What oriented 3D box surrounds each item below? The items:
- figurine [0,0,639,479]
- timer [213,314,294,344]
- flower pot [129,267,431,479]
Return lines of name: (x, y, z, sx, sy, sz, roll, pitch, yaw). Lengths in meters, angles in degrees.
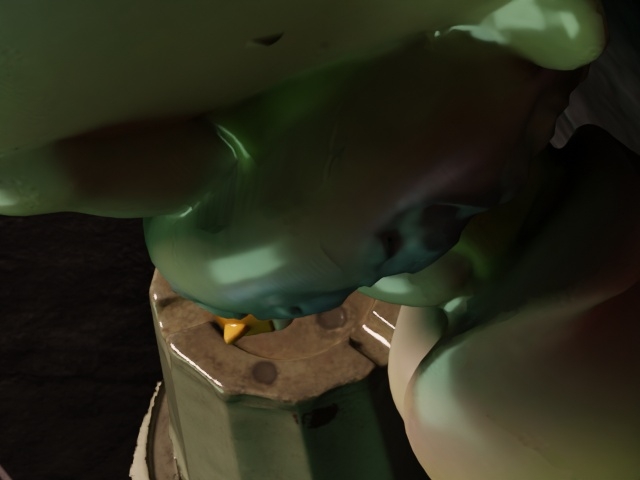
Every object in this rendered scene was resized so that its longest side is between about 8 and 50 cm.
figurine: (0.026, -0.033, 0.493, 0.394, 0.226, 0.274, 48, 150, -21)
timer: (0.000, 0.000, 1.090, 0.132, 0.152, 0.132, 53, 177, 4)
flower pot: (-0.010, 0.093, 1.394, 0.290, 0.290, 0.259, 52, 166, 29)
